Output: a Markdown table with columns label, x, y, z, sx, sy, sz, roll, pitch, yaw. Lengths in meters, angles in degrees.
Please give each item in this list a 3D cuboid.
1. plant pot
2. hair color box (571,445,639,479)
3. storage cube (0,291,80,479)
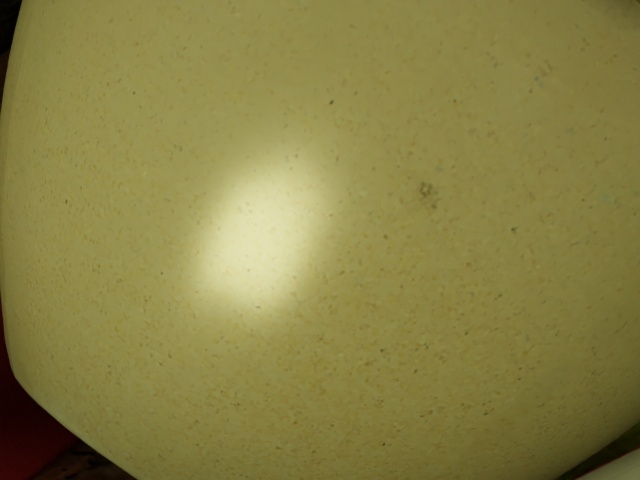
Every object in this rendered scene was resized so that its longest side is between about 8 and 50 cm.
| label | x | y | z | sx | sy | sz | roll | pitch | yaw |
| --- | --- | --- | --- | --- | --- | --- | --- | --- | --- |
| plant pot | 0.000 | 0.000 | 0.541 | 0.284 | 0.284 | 0.191 | 30 | 87 | 48 |
| hair color box | 0.096 | 0.113 | 0.497 | 0.141 | 0.043 | 0.072 | -25 | 35 | -4 |
| storage cube | -0.212 | 0.016 | 0.656 | 0.193 | 0.215 | 0.184 | -39 | 38 | -10 |
